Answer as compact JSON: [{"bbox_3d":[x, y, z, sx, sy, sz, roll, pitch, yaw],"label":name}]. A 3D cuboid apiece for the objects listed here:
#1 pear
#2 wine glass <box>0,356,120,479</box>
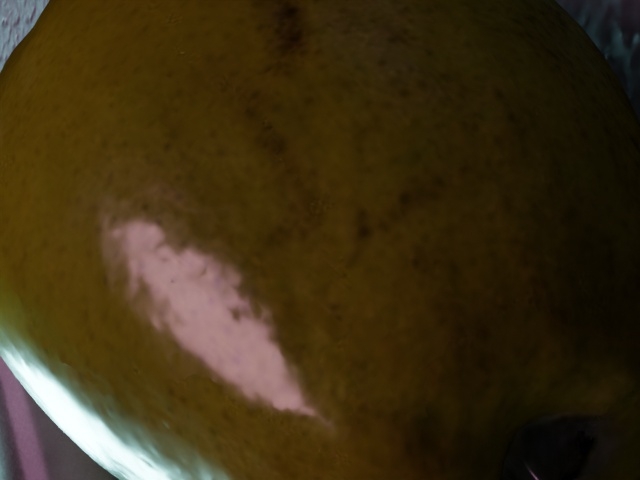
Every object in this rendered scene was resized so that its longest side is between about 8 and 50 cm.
[{"bbox_3d":[0.000,0.000,0.591,0.307,0.253,0.253,46,126,47],"label":"pear"},{"bbox_3d":[-0.137,0.149,0.898,0.103,0.103,0.231,-30,77,54],"label":"wine glass"}]
